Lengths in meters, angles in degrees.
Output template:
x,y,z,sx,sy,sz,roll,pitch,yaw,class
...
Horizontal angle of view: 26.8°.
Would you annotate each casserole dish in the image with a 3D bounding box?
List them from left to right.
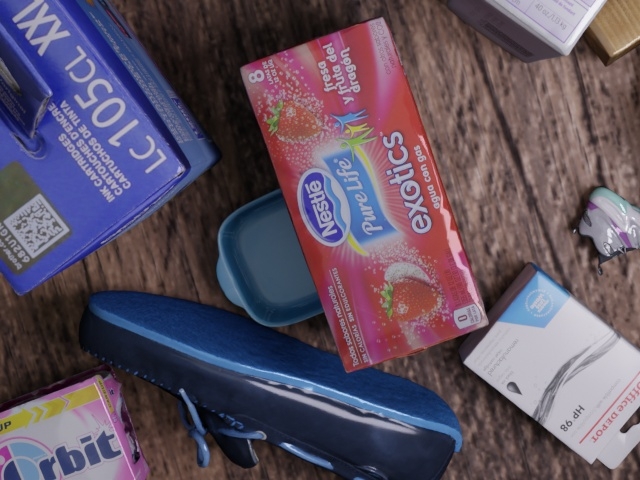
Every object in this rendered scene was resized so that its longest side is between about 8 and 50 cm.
x,y,z,sx,sy,sz,roll,pitch,yaw,class
0.000,0.000,1.174,0.188,0.037,0.114,-24,96,5,casserole dish

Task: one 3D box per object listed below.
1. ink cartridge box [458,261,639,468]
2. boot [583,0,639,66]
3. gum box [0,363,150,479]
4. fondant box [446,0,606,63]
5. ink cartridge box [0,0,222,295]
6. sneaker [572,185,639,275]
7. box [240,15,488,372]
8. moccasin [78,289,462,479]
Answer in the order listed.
x,y,z,sx,sy,sz,roll,pitch,yaw,class
0.222,0.116,1.168,0.180,0.060,0.104,38,96,-3,ink cartridge box
0.372,-0.138,1.114,0.211,0.104,0.295,-33,90,5,boot
-0.250,0.192,1.188,0.188,0.062,0.107,-21,96,4,gum box
0.234,-0.296,1.031,0.096,0.238,0.330,35,96,-2,fondant box
-0.217,-0.118,0.985,0.151,0.395,0.270,-37,95,5,ink cartridge box
0.266,0.004,1.168,0.098,0.038,0.069,31,98,8,sneaker
0.035,-0.039,1.085,0.122,0.128,0.257,-19,95,4,box
-0.051,0.147,1.143,0.342,0.138,0.117,22,106,-1,moccasin
